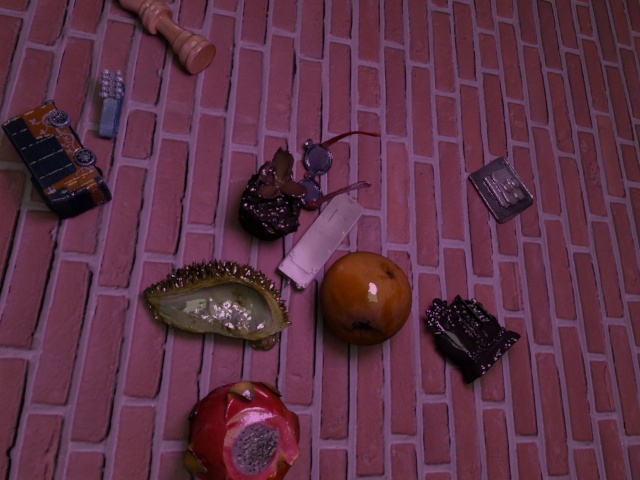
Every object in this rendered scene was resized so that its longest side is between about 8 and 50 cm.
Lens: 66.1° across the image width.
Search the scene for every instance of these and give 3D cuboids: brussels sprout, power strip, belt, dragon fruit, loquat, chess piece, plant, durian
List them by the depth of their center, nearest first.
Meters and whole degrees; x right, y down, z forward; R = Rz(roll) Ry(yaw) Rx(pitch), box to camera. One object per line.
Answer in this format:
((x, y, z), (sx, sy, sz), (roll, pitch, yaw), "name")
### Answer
((-0.184, 0.482, 1.193), (0.290, 0.189, 0.291), (5, 71, -15), "dragon fruit")
((-0.271, 0.151, 1.324), (0.394, 0.163, 0.198), (4, 98, -10), "durian")
((-0.151, 0.255, 1.352), (0.085, 0.058, 0.085), (14, 53, -20), "brussels sprout")
((0.126, 0.159, 1.376), (0.263, 0.263, 0.263), (5, 71, -15), "loquat")
((-0.133, -0.106, 1.382), (0.178, 0.234, 0.204), (28, 61, -13), "plant")
((-0.595, -0.382, 1.397), (0.065, 0.100, 0.179), (4, 74, -12), "belt")
((0.000, 0.000, 1.485), (0.106, 0.043, 0.367), (39, 66, -2), "power strip")
((-0.505, -0.688, 1.518), (0.397, 0.117, 0.117), (43, 66, 2), "chess piece")
((0.650, -0.188, 1.734), (0.198, 0.064, 0.213), (-31, 83, -25), "power strip")

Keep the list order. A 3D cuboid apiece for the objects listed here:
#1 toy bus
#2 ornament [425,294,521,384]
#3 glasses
((-0.684, -0.205, 1.290), (0.167, 0.138, 0.275), (-34, 83, -22), "toy bus")
((0.450, 0.271, 1.515), (0.251, 0.106, 0.260), (-29, 74, -30), "ornament")
((0.040, -0.226, 1.456), (0.118, 0.268, 0.234), (27, 64, -28), "glasses")
